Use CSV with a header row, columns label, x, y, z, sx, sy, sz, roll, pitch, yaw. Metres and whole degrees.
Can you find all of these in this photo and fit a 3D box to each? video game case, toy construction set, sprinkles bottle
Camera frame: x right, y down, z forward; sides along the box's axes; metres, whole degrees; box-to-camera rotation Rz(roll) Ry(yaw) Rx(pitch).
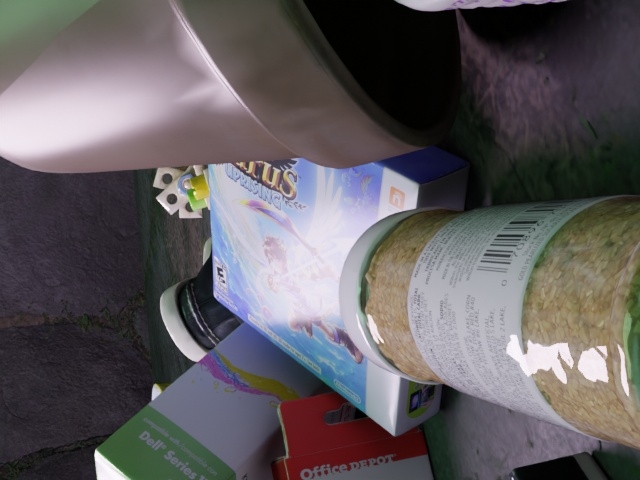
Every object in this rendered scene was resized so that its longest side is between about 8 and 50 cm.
label,x,y,z,sx,sy,sz,roll,pitch,yaw
video game case,0.000,0.000,0.855,0.269,0.061,0.244,32,131,39
toy construction set,-0.144,-0.122,1.324,0.215,0.151,0.327,71,162,-6
sprinkles bottle,0.118,0.037,0.538,0.355,0.121,0.121,180,82,-73

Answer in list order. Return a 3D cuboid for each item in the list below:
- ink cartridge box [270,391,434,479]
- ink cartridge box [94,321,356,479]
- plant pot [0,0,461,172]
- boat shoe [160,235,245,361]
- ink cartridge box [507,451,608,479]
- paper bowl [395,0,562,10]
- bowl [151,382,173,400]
label,x,y,z,sx,sy,sz,roll,pitch,yaw
ink cartridge box,0.036,0.256,0.896,0.078,0.134,0.231,128,133,-68
ink cartridge box,-0.064,0.197,1.032,0.119,0.353,0.207,31,139,22
plant pot,-0.099,-0.173,0.634,0.323,0.280,0.323,44,-143,-47
boat shoe,-0.082,0.038,1.175,0.127,0.113,0.340,61,-164,-2
ink cartridge box,0.158,0.314,0.645,0.165,0.065,0.333,-120,26,-51
paper bowl,0.098,-0.247,0.420,0.284,0.148,0.284,171,90,-73
bowl,-0.181,0.370,1.642,0.289,0.156,0.289,172,90,-74
